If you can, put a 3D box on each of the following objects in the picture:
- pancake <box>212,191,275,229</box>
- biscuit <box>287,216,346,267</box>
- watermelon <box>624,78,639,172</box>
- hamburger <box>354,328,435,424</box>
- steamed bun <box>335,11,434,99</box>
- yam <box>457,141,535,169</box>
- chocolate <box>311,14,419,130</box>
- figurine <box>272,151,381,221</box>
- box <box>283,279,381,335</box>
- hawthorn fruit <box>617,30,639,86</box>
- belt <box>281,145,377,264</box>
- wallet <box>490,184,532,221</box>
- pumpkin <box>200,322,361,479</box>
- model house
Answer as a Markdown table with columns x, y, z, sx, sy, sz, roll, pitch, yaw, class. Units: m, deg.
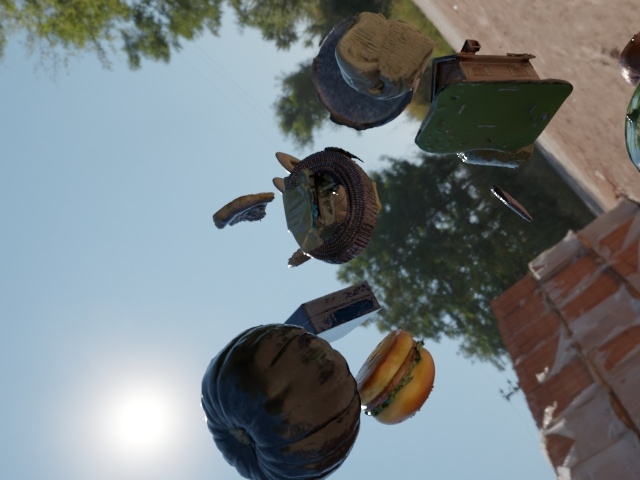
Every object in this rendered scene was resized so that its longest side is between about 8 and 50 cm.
| x | y | z | sx | sy | sz | roll | pitch | yaw | class |
| --- | --- | --- | --- | --- | --- | --- | --- | --- | --- |
| -0.289 | -0.107 | 2.049 | 0.212 | 0.257 | 0.056 | -8 | -113 | -21 | pancake |
| 0.000 | 0.000 | 1.716 | 0.035 | 0.254 | 0.254 | 54 | -161 | -7 | biscuit |
| 0.716 | -0.215 | 0.947 | 0.363 | 0.363 | 0.363 | 40 | -159 | -19 | watermelon |
| 0.197 | 0.353 | 1.406 | 0.170 | 0.246 | 0.246 | 40 | -160 | 3 | hamburger |
| 0.140 | -0.427 | 1.325 | 0.211 | 0.218 | 0.144 | 27 | 158 | -1 | steamed bun |
| 0.672 | -0.392 | 2.193 | 0.299 | 0.195 | 0.195 | 4 | -141 | -23 | yam |
| 0.148 | -0.478 | 1.567 | 0.303 | 0.303 | 0.213 | 47 | -148 | 2 | chocolate |
| -0.005 | -0.219 | 1.966 | 0.377 | 0.266 | 0.361 | 42 | -173 | -28 | figurine |
| 0.011 | 0.262 | 1.771 | 0.261 | 0.279 | 0.116 | -18 | -111 | -35 | box |
| 0.861 | -0.489 | 1.465 | 0.148 | 0.148 | 0.172 | 32 | -140 | -34 | hawthorn fruit |
| 0.026 | -0.092 | 1.551 | 0.122 | 0.260 | 0.325 | 21 | -123 | -61 | belt |
| 0.671 | -0.130 | 1.933 | 0.165 | 0.030 | 0.111 | 26 | -159 | -36 | wallet |
| -0.086 | 0.359 | 1.195 | 0.363 | 0.363 | 0.266 | 50 | -139 | 10 | pumpkin |
| 0.336 | -0.307 | 1.171 | 0.293 | 0.207 | 0.154 | -4 | -120 | -16 | model house |
